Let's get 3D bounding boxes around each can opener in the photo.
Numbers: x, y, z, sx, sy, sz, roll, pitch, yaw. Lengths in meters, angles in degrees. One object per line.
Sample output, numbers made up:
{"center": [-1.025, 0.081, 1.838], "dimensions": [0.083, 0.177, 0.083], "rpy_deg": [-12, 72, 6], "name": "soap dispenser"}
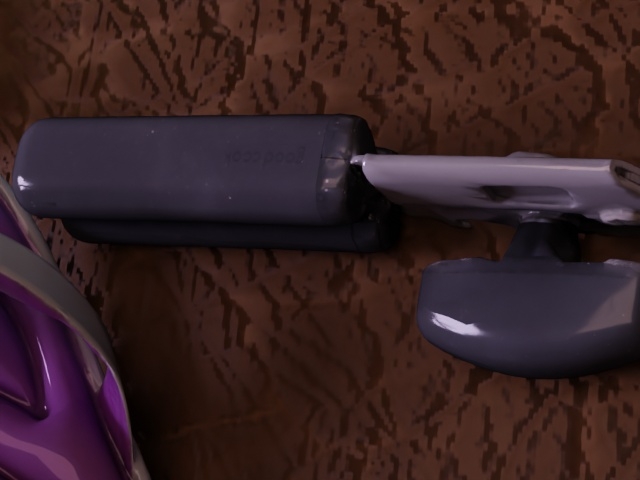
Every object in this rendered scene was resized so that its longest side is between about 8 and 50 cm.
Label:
{"center": [0.000, 0.000, 0.548], "dimensions": [0.283, 0.076, 0.095], "rpy_deg": [2, 73, 24], "name": "can opener"}

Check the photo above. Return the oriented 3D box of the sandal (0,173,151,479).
{"center": [-0.158, 0.057, 0.542], "dimensions": [0.169, 0.102, 0.416], "rpy_deg": [-30, 72, -26], "name": "sandal"}
